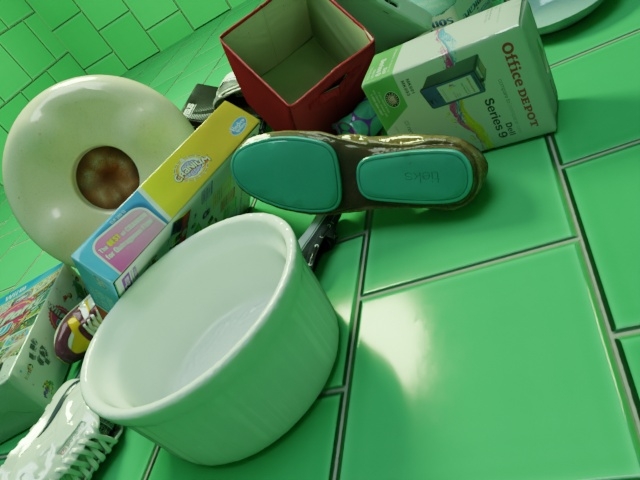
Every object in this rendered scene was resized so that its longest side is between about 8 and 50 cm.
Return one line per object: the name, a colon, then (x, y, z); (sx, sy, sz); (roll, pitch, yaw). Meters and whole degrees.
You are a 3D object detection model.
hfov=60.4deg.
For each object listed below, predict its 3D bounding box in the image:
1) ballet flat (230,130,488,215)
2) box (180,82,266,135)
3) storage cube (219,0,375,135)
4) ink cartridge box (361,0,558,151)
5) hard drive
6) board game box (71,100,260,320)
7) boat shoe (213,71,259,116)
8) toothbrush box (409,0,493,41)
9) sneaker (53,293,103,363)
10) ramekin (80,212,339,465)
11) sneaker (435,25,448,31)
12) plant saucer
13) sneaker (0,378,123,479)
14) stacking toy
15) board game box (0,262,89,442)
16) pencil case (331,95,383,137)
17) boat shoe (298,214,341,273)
ballet flat: (0.051, -0.098, 0.738); (0.343, 0.116, 0.124); (1, 17, 25)
box: (-0.211, -0.286, 1.241); (0.184, 0.045, 0.190); (11, 38, -5)
storage cube: (-0.029, -0.293, 0.961); (0.184, 0.193, 0.215); (-41, 71, -8)
ink cartridge box: (0.187, -0.199, 0.733); (0.213, 0.154, 0.093); (-13, 38, 32)
hard drive: (0.037, -0.410, 1.085); (0.308, 0.203, 0.040); (-7, 74, 54)
board game box: (-0.211, -0.022, 0.824); (0.316, 0.064, 0.242); (-55, -7, -30)
boat shoe: (-0.083, -0.305, 1.140); (0.302, 0.108, 0.102); (2, 47, 18)
toothbrush box: (0.170, -0.533, 1.065); (0.216, 0.295, 0.126); (7, 50, 49)
sneaker: (-0.362, 0.120, 0.910); (0.084, 0.069, 0.185); (-15, 37, 40)
ramekin: (-0.114, 0.110, 0.623); (0.277, 0.135, 0.277); (-24, 32, 17)
sneaker: (0.170, -0.345, 1.044); (0.170, 0.051, 0.089); (-41, 27, -16)
plant saucer: (0.388, -0.384, 0.902); (0.195, 0.037, 0.195); (-25, 33, 18)
sneaker: (-0.300, 0.257, 0.659); (0.095, 0.090, 0.235); (-13, 38, 17)
stacking toy: (-0.389, -0.146, 1.156); (0.351, 0.350, 0.480); (-34, 12, 2)
board game box: (-0.530, 0.200, 0.939); (0.224, 0.097, 0.303); (-29, 31, 10)
pencil case: (0.092, -0.219, 0.936); (0.151, 0.064, 0.070); (-45, 5, -17)
boat shoe: (0.000, 0.000, 0.756); (0.040, 0.049, 0.142); (23, 49, 15)
